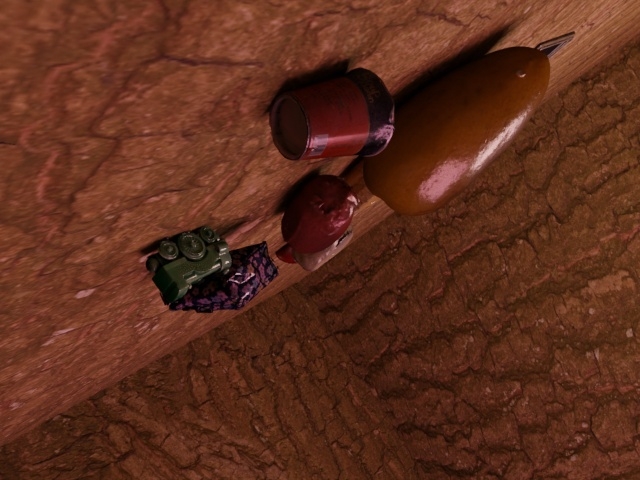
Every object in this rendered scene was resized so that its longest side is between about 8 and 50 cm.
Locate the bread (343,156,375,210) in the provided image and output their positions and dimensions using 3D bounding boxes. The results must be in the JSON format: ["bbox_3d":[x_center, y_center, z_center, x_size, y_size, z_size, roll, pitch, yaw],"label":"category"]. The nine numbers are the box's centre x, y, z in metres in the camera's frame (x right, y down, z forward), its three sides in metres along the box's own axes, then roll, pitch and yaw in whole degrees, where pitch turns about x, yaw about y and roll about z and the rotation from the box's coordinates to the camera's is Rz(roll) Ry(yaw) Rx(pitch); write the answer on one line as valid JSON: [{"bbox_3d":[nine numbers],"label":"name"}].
[{"bbox_3d":[0.146,-0.171,1.372,0.140,0.106,0.236,-30,174,-40],"label":"bread"}]

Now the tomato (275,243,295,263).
[{"bbox_3d":[-0.074,0.037,2.010,0.166,0.082,0.174,-35,172,12],"label":"tomato"}]

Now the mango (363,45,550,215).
[{"bbox_3d":[0.284,-0.238,1.117,0.445,0.220,0.301,-44,167,7],"label":"mango"}]

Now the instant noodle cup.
[{"bbox_3d":[0.010,-0.162,0.722,0.135,0.127,0.127,-20,167,-35],"label":"instant noodle cup"}]

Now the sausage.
[{"bbox_3d":[-0.006,-0.058,1.277,0.152,0.152,0.280,-31,173,-25],"label":"sausage"}]

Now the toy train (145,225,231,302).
[{"bbox_3d":[-0.243,0.038,1.010,0.071,0.105,0.178,-43,171,36],"label":"toy train"}]

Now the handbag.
[{"bbox_3d":[-0.223,0.087,1.176,0.207,0.127,0.229,-11,-163,23],"label":"handbag"}]

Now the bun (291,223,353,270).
[{"bbox_3d":[0.000,0.000,1.827,0.239,0.141,0.239,-39,175,-4],"label":"bun"}]

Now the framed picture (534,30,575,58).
[{"bbox_3d":[0.582,-0.488,1.566,0.231,0.018,0.293,-29,173,-37],"label":"framed picture"}]
